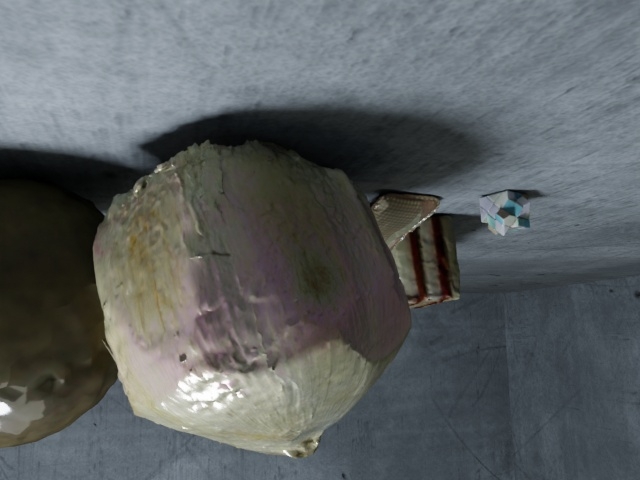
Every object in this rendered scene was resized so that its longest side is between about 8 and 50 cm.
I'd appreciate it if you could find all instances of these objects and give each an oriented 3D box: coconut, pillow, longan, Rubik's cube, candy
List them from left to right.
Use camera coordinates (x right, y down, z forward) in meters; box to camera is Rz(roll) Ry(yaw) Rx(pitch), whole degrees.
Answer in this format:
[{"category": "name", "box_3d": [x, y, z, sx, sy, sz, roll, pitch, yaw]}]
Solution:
[{"category": "longan", "box_3d": [-0.458, 0.097, 0.849, 0.390, 0.391, 0.391, -1, 171, 0]}, {"category": "coconut", "box_3d": [-0.080, 0.098, 0.764, 0.404, 0.405, 0.404, -1, 171, 0]}, {"category": "pillow", "box_3d": [0.115, -0.020, 1.059, 0.135, 0.034, 0.211, 0, 147, -30]}, {"category": "candy", "box_3d": [0.199, 0.057, 1.280, 0.135, 0.180, 0.321, -2, 171, -3]}, {"category": "Rubik's cube", "box_3d": [0.320, -0.044, 1.001, 0.075, 0.073, 0.084, 2, 172, -22]}]
